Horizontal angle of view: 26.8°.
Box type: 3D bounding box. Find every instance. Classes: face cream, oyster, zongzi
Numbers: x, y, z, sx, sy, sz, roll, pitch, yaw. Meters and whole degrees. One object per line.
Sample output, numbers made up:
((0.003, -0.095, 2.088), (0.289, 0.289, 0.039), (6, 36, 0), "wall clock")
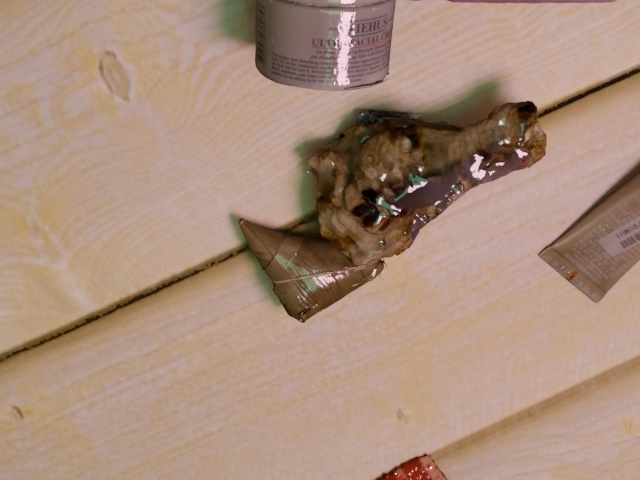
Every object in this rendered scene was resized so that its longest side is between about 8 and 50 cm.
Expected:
((0.006, -0.284, 1.700), (0.177, 0.177, 0.152), (-5, 116, -14), "face cream")
((0.154, -0.086, 1.852), (0.337, 0.133, 0.197), (-21, 119, -9), "oyster")
((0.000, 0.000, 1.895), (0.189, 0.081, 0.178), (-31, 109, -7), "zongzi")
((0.494, -0.054, 2.009), (0.137, 0.084, 0.341), (37, 108, -25), "face cream")

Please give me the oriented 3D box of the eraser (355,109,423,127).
((0.096, -0.167, 1.869), (0.099, 0.019, 0.027), (4, 126, -17), "eraser")

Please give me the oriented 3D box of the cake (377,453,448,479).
((0.188, 0.476, 2.178), (0.158, 0.159, 0.262), (-32, 84, 1), "cake")

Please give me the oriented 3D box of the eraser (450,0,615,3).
((0.215, -0.458, 1.548), (0.272, 0.122, 0.359), (5, 127, 19), "eraser")
